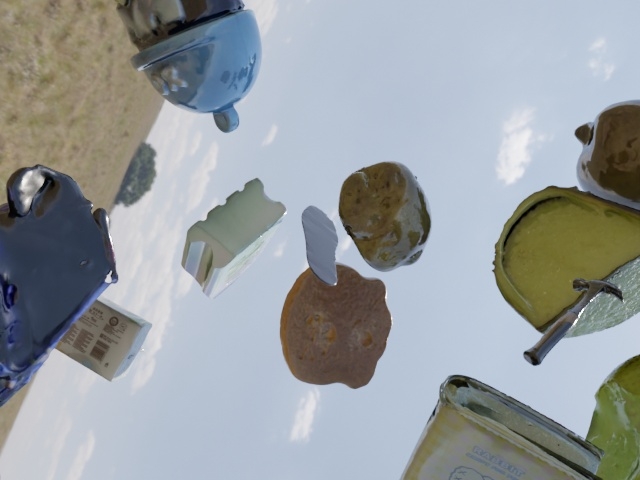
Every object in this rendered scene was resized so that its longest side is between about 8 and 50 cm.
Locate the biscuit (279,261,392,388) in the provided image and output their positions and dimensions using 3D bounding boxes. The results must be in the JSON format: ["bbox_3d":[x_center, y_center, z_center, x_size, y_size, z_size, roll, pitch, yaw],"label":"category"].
[{"bbox_3d":[0.049,0.265,1.621,0.062,0.364,0.386,-170,-86,-71],"label":"biscuit"}]

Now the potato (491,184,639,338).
[{"bbox_3d":[0.556,0.044,1.142,0.330,0.212,0.280,-42,-135,12],"label":"potato"}]

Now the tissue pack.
[{"bbox_3d":[-0.558,0.225,1.304,0.159,0.229,0.145,-62,176,-2],"label":"tissue pack"}]

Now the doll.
[{"bbox_3d":[-0.168,-0.270,0.584,0.177,0.314,0.141,1,-146,46],"label":"doll"}]

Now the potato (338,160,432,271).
[{"bbox_3d":[0.122,-0.043,0.937,0.154,0.201,0.137,-15,-155,26],"label":"potato"}]

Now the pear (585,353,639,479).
[{"bbox_3d":[0.581,0.323,0.867,0.282,0.176,0.286,-69,-168,-12],"label":"pear"}]

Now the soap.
[{"bbox_3d":[-0.219,0.017,1.213,0.208,0.115,0.347,-42,177,-28],"label":"soap"}]

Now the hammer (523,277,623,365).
[{"bbox_3d":[0.352,0.111,0.721,0.200,0.021,0.078,-33,-159,-30],"label":"hammer"}]

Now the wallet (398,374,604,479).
[{"bbox_3d":[0.219,0.343,0.701,0.077,0.223,0.310,-44,152,-50],"label":"wallet"}]

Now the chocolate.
[{"bbox_3d":[-0.243,0.103,0.334,0.344,0.148,0.126,-59,-144,20],"label":"chocolate"}]

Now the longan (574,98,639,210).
[{"bbox_3d":[0.730,-0.191,1.192,0.243,0.301,0.300,-31,-162,-14],"label":"longan"}]

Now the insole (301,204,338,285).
[{"bbox_3d":[0.000,0.000,1.145,0.007,0.111,0.328,-48,-160,22],"label":"insole"}]
